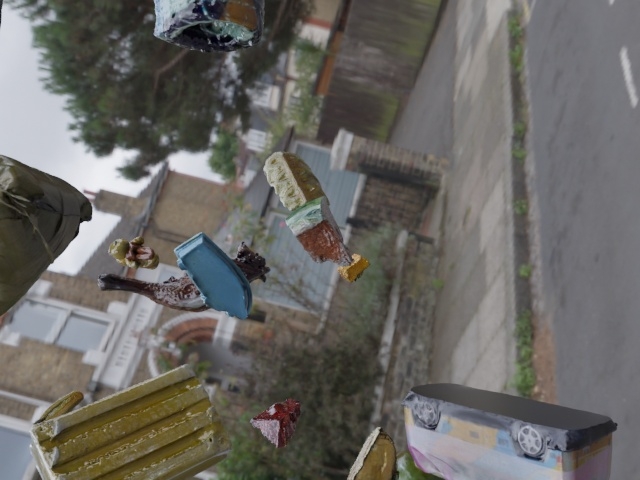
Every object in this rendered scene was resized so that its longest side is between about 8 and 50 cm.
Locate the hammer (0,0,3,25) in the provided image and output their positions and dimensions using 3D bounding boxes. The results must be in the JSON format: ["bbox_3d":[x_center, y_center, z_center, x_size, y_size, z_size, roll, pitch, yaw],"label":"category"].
[{"bbox_3d":[-0.702,-0.486,1.638,0.246,0.103,0.029,-57,4,40],"label":"hammer"}]

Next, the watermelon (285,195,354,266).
[{"bbox_3d":[-0.007,-0.020,1.536,0.158,0.098,0.121,49,-161,-38],"label":"watermelon"}]

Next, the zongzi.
[{"bbox_3d":[-0.766,0.036,1.735,0.466,0.218,0.500,-62,-5,-4],"label":"zongzi"}]

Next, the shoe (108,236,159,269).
[{"bbox_3d":[-0.414,0.026,1.700,0.072,0.109,0.069,-58,-4,-24],"label":"shoe"}]

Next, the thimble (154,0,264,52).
[{"bbox_3d":[-0.237,-0.497,1.623,0.237,0.237,0.150,106,162,-83],"label":"thimble"}]

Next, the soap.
[{"bbox_3d":[-0.297,0.323,1.206,0.173,0.274,0.089,54,144,24],"label":"soap"}]

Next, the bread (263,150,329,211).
[{"bbox_3d":[-0.073,-0.169,2.125,0.232,0.128,0.088,55,152,37],"label":"bread"}]

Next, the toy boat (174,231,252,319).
[{"bbox_3d":[-0.226,0.082,1.683,0.238,0.109,0.098,56,-176,-26],"label":"toy boat"}]

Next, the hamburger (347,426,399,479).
[{"bbox_3d":[0.115,0.494,1.608,0.176,0.102,0.087,-57,6,-30],"label":"hamburger"}]

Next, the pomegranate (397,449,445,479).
[{"bbox_3d":[0.274,0.651,2.115,0.181,0.182,0.224,-76,11,-65],"label":"pomegranate"}]

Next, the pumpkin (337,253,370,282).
[{"bbox_3d":[0.089,0.074,1.979,0.074,0.054,0.083,-40,10,-6],"label":"pumpkin"}]

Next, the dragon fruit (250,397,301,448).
[{"bbox_3d":[-0.072,0.359,1.577,0.131,0.097,0.063,-24,-42,-51],"label":"dragon fruit"}]

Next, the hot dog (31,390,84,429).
[{"bbox_3d":[-0.583,0.381,1.685,0.137,0.044,0.028,-48,-9,-44],"label":"hot dog"}]

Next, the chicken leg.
[{"bbox_3d":[-0.320,0.106,1.801,0.096,0.407,0.158,-98,3,-53],"label":"chicken leg"}]

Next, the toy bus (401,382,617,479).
[{"bbox_3d":[0.318,0.370,1.367,0.386,0.171,0.162,3,94,49],"label":"toy bus"}]
